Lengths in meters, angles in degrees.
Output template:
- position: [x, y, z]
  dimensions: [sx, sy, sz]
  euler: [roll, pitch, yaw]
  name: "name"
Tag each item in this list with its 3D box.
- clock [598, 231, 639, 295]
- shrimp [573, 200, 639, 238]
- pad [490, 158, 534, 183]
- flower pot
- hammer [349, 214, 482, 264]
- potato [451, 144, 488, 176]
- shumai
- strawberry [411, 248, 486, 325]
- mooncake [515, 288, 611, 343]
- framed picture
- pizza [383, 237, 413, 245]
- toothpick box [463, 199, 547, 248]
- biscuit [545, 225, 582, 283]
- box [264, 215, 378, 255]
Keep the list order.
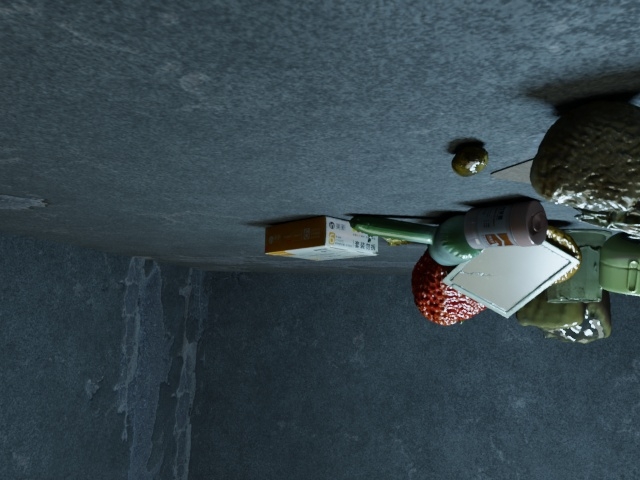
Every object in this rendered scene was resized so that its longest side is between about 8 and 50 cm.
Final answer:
- position: [0.859, 0.052, 1.332]
  dimensions: [0.286, 0.117, 0.348]
  euler: [7, -165, 35]
  name: "clock"
- position: [0.653, -0.035, 0.986]
  dimensions: [0.360, 0.085, 0.247]
  euler: [11, -175, 25]
  name: "shrimp"
- position: [0.448, -0.114, 0.939]
  dimensions: [0.266, 0.002, 0.176]
  euler: [5, 171, -20]
  name: "pad"
- position: [0.727, 0.076, 1.562]
  dimensions: [0.213, 0.202, 0.212]
  euler: [0, 169, 0]
  name: "flower pot"
- position: [0.239, -0.014, 1.401]
  dimensions: [0.336, 0.118, 0.206]
  euler: [8, 171, 2]
  name: "hammer"
- position: [0.227, -0.118, 0.828]
  dimensions: [0.051, 0.040, 0.083]
  euler: [7, 171, 6]
  name: "potato"
- position: [0.342, -0.103, 0.662]
  dimensions: [0.146, 0.145, 0.116]
  euler: [-3, -171, 33]
  name: "shumai"
- position: [0.435, 0.092, 1.701]
  dimensions: [0.312, 0.267, 0.351]
  euler: [-22, 144, -10]
  name: "strawberry"
- position: [0.854, 0.229, 1.906]
  dimensions: [0.246, 0.394, 0.393]
  euler: [-1, -148, 44]
  name: "mooncake"
- position: [0.505, 0.081, 1.474]
  dimensions: [0.231, 0.018, 0.293]
  euler: [29, 134, -7]
  name: "framed picture"
- position: [0.238, 0.002, 1.775]
  dimensions: [0.109, 0.026, 0.123]
  euler: [9, 170, -30]
  name: "pizza"
- position: [0.405, -0.033, 1.196]
  dimensions: [0.098, 0.098, 0.149]
  euler: [9, 171, -41]
  name: "toothpick box"
- position: [0.569, 0.037, 1.466]
  dimensions: [0.254, 0.035, 0.254]
  euler: [17, 143, 13]
  name: "biscuit"
- position: [0.000, 0.000, 1.584]
  dimensions: [0.221, 0.091, 0.274]
  euler: [10, 169, -40]
  name: "box"
